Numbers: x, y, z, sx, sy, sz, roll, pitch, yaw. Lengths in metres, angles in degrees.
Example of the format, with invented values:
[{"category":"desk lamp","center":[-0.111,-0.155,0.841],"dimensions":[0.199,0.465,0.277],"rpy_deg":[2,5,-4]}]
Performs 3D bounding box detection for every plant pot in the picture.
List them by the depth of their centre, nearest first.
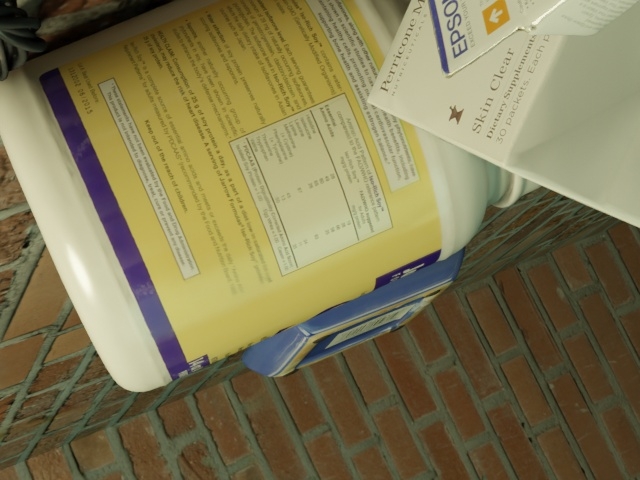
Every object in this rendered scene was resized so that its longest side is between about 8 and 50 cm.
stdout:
[{"category":"plant pot","center":[0.000,0.000,1.349],"dimensions":[0.236,0.212,0.236],"rpy_deg":[-21,166,-21]}]

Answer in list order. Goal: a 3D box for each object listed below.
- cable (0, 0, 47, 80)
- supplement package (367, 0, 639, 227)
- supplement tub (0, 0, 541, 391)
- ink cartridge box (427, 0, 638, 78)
[{"category":"cable","center":[-0.242,-0.110,0.769],"dimensions":[0.150,0.047,0.184],"rpy_deg":[-27,169,6]},{"category":"supplement package","center":[0.188,-0.149,0.772],"dimensions":[0.204,0.145,0.262],"rpy_deg":[19,97,-33]},{"category":"supplement tub","center":[-0.032,-0.065,0.927],"dimensions":[0.331,0.241,0.241],"rpy_deg":[-24,168,-7]},{"category":"ink cartridge box","center":[0.131,-0.219,0.656],"dimensions":[0.045,0.223,0.224],"rpy_deg":[14,146,-36]}]
